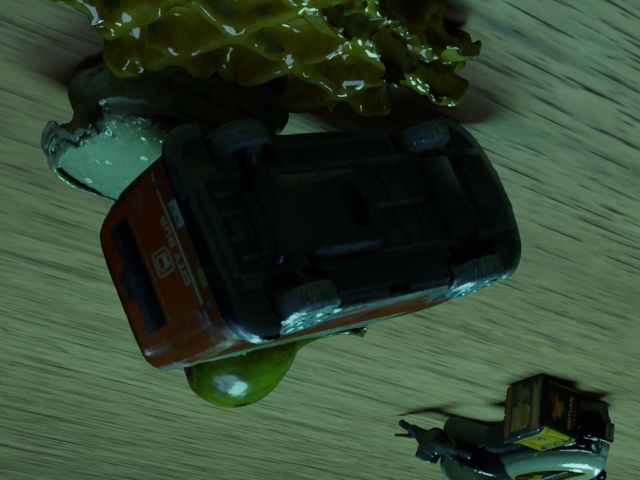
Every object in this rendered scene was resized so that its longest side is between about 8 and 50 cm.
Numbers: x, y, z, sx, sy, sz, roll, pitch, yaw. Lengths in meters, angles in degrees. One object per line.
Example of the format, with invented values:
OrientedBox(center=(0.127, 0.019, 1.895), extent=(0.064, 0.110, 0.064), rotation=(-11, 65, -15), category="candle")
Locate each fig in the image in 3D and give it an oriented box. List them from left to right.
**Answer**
OrientedBox(center=(-0.045, 0.111, 1.287), extent=(0.166, 0.093, 0.093), rotation=(11, 158, -23), category="fig")

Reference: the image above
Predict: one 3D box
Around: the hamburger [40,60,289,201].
OrientedBox(center=(-0.091, -0.064, 0.872), extent=(0.140, 0.062, 0.133), rotation=(-9, 154, 32), category="hamburger")

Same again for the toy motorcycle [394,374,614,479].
OrientedBox(center=(0.204, 0.221, 1.548), extent=(0.157, 0.091, 0.263), rotation=(23, 150, -25), category="toy motorcycle")

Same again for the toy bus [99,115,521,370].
OrientedBox(center=(0.000, 0.000, 0.838), extent=(0.265, 0.121, 0.120), rotation=(-10, 162, -48), category="toy bus")

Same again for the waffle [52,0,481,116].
OrientedBox(center=(-0.011, -0.136, 0.669), extent=(0.259, 0.069, 0.293), rotation=(6, 158, -11), category="waffle")
